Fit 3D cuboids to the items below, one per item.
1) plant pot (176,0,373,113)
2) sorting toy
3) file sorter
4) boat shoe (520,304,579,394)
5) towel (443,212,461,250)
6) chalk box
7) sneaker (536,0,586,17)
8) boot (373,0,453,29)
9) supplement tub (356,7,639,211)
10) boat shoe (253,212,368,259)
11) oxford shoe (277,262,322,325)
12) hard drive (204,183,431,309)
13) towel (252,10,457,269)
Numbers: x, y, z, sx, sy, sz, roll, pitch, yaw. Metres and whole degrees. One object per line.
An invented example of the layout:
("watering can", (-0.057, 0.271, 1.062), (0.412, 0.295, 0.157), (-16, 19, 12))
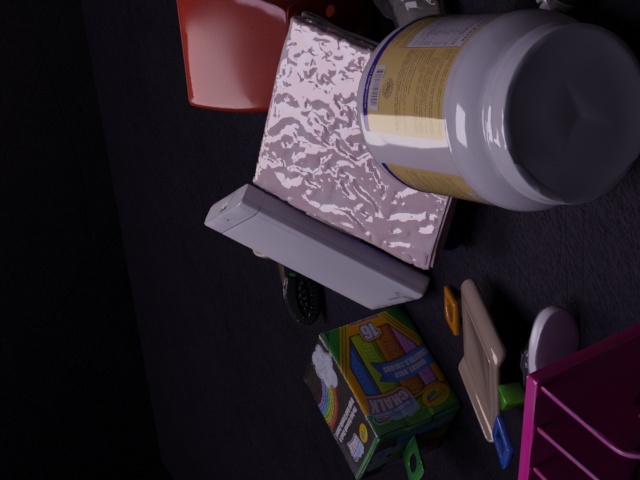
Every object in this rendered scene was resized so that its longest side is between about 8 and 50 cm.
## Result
("plant pot", (-0.055, -0.351, 1.993), (0.235, 0.267, 0.267), (27, 132, 41))
("sorting toy", (0.259, 0.182, 1.859), (0.348, 0.047, 0.196), (-107, 11, -48))
("file sorter", (0.382, 0.290, 1.500), (0.182, 0.202, 0.291), (42, 143, 46))
("boat shoe", (0.321, 0.181, 1.729), (0.076, 0.080, 0.229), (40, 149, 50))
("towel", (0.111, -0.110, 1.990), (0.308, 0.076, 0.228), (22, 126, 62))
("chalk box", (0.122, 0.296, 2.141), (0.289, 0.179, 0.180), (60, 154, 25))
("sneaker", (0.278, -0.348, 1.441), (0.075, 0.063, 0.170), (-11, 101, 68))
("boot", (0.157, -0.351, 1.705), (0.246, 0.083, 0.161), (57, 148, 30))
("supplement tub", (0.217, -0.162, 1.485), (0.331, 0.241, 0.241), (18, 123, 63))
("boat shoe", (0.000, 0.000, 2.313), (0.335, 0.095, 0.112), (-2, 73, 52))
("oxford shoe", (-0.049, 0.065, 2.517), (0.096, 0.082, 0.227), (-139, 37, -79))
("hard drive", (-0.011, 0.018, 2.091), (0.047, 0.353, 0.233), (-68, 16, -16))
("towel", (0.067, -0.150, 1.836), (0.331, 0.053, 0.317), (27, 125, 19))
